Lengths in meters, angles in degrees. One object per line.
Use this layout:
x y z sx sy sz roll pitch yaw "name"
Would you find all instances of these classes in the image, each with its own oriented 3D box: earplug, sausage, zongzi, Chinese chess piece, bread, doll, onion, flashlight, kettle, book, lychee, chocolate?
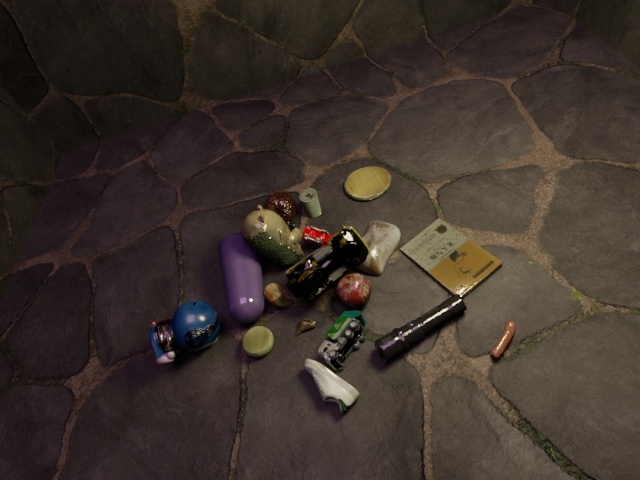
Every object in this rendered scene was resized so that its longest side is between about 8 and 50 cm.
-0.378 0.195 2.012 0.215 0.215 0.456 -18 54 3 "earplug"
0.720 0.388 1.615 0.177 0.040 0.047 -49 11 -22 "sausage"
-0.064 0.397 1.854 0.076 0.040 0.083 13 69 18 "zongzi"
-0.280 0.458 1.858 0.144 0.058 0.144 -8 49 9 "Chinese chess piece"
0.267 -0.320 2.318 0.267 0.040 0.267 -9 50 11 "bread"
-0.224 -0.015 2.025 0.247 0.349 0.247 -26 35 20 "doll"
0.130 0.230 1.859 0.195 0.159 0.159 -12 47 35 "onion"
0.418 0.353 1.698 0.424 0.103 0.103 -30 50 -7 "flashlight"
-0.064 -0.201 2.256 0.126 0.148 0.098 -2 54 14 "kettle"
0.595 0.072 1.909 0.269 0.032 0.389 -37 51 -12 "book"
-0.605 0.406 1.881 0.310 0.240 0.284 -19 21 -6 "doll"
-0.217 -0.182 2.277 0.188 0.188 0.188 -9 51 11 "lychee"
0.268 0.018 2.018 0.185 0.100 0.303 14 55 30 "chocolate"
-0.205 0.264 1.953 0.082 0.125 0.106 -42 51 8 "bread"

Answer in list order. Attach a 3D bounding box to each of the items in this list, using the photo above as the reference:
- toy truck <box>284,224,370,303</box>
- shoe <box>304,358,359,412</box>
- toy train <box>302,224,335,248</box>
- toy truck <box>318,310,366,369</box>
0.024 0.104 1.903 0.405 0.181 0.254 -38 10 5 "toy truck"
0.021 0.580 1.644 0.265 0.095 0.110 24 63 28 "shoe"
0.000 0.000 2.098 0.204 0.131 0.083 19 65 42 "toy train"
0.100 0.414 1.743 0.124 0.114 0.253 20 60 45 "toy truck"
